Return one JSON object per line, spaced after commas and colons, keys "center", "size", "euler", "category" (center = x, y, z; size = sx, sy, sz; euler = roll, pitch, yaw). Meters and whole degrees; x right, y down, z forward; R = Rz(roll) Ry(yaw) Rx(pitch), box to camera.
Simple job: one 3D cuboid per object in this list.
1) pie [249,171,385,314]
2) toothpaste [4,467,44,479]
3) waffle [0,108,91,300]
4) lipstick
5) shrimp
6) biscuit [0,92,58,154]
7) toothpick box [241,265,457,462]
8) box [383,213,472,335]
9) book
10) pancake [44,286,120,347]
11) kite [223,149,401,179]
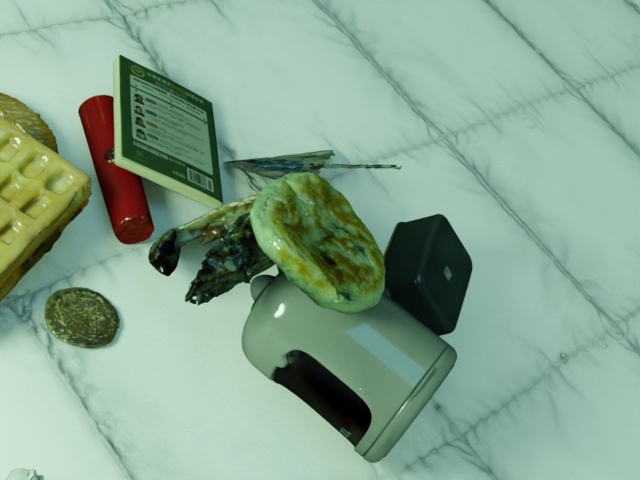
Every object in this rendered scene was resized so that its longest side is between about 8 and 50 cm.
{"center": [0.000, 0.000, 1.437], "size": [0.240, 0.054, 0.240], "euler": [30, 34, -23], "category": "pie"}
{"center": [-0.380, 0.416, 1.189], "size": [0.058, 0.056, 0.314], "euler": [-10, 49, 16], "category": "toothpaste"}
{"center": [-0.496, -0.029, 1.453], "size": [0.224, 0.098, 0.328], "euler": [36, 49, -3], "category": "waffle"}
{"center": [-0.333, -0.122, 1.670], "size": [0.073, 0.073, 0.280], "euler": [-2, 52, -29], "category": "lipstick"}
{"center": [-0.148, 0.001, 1.517], "size": [0.272, 0.085, 0.445], "euler": [-10, 16, 13], "category": "shrimp"}
{"center": [-0.538, -0.148, 1.607], "size": [0.254, 0.035, 0.254], "euler": [14, 48, -16], "category": "biscuit"}
{"center": [0.029, 0.146, 1.524], "size": [0.316, 0.229, 0.229], "euler": [38, 45, 9], "category": "toothpick box"}
{"center": [0.178, 0.061, 1.723], "size": [0.144, 0.090, 0.201], "euler": [56, 37, -25], "category": "box"}
{"center": [-0.259, -0.185, 1.743], "size": [0.202, 0.027, 0.264], "euler": [24, 38, -33], "category": "book"}
{"center": [-0.347, 0.111, 1.497], "size": [0.115, 0.011, 0.115], "euler": [15, 47, -16], "category": "pancake"}
{"center": [-0.016, -0.127, 1.790], "size": [0.314, 0.011, 0.335], "euler": [2, 16, 6], "category": "kite"}
